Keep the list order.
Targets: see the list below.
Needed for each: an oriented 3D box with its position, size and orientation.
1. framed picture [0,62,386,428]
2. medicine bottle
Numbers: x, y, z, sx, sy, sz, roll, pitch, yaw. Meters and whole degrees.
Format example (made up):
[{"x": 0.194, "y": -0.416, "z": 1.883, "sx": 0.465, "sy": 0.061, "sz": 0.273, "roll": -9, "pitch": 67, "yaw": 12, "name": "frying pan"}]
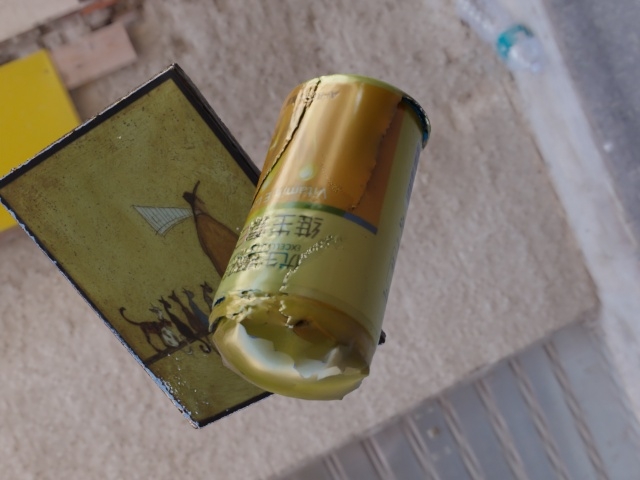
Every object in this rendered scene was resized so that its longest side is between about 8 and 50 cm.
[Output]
[{"x": -0.130, "y": 0.022, "z": 1.196, "sx": 0.338, "sy": 0.255, "sz": 0.014, "roll": 53, "pitch": -151, "yaw": -17, "name": "framed picture"}, {"x": 0.000, "y": 0.000, "z": 0.892, "sx": 0.124, "sy": 0.124, "sz": 0.238, "roll": 84, "pitch": -161, "yaw": -56, "name": "medicine bottle"}]
